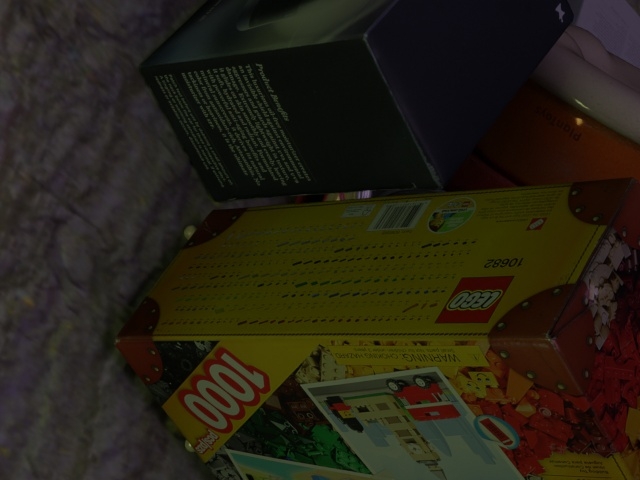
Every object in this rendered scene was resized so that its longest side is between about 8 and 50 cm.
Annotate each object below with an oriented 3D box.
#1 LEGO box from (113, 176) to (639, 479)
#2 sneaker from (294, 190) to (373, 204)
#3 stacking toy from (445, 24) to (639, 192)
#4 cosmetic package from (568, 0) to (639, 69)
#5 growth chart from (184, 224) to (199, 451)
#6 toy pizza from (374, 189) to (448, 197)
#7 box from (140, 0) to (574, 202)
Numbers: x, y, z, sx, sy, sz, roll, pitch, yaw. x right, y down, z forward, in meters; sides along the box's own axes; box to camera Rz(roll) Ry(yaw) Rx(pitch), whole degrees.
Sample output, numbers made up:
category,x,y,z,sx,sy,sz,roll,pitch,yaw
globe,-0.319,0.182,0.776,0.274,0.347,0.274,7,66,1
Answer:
category,x,y,z,sx,sy,sz,roll,pitch,yaw
LEGO box,0.116,0.154,1.535,0.372,0.500,0.193,57,50,-28
sneaker,0.000,0.000,1.767,0.094,0.081,0.208,7,77,-41
stacking toy,0.229,0.014,1.864,0.351,0.350,0.480,13,112,-48
cosmetic package,0.374,-0.134,2.173,0.377,0.097,0.284,39,60,-41
growth chart,-0.089,0.107,1.698,0.172,0.021,0.237,5,84,-48
toy pizza,0.110,0.040,1.787,0.032,0.201,0.201,-31,112,-54
box,0.040,-0.197,1.646,0.296,0.294,0.182,-51,125,-37
